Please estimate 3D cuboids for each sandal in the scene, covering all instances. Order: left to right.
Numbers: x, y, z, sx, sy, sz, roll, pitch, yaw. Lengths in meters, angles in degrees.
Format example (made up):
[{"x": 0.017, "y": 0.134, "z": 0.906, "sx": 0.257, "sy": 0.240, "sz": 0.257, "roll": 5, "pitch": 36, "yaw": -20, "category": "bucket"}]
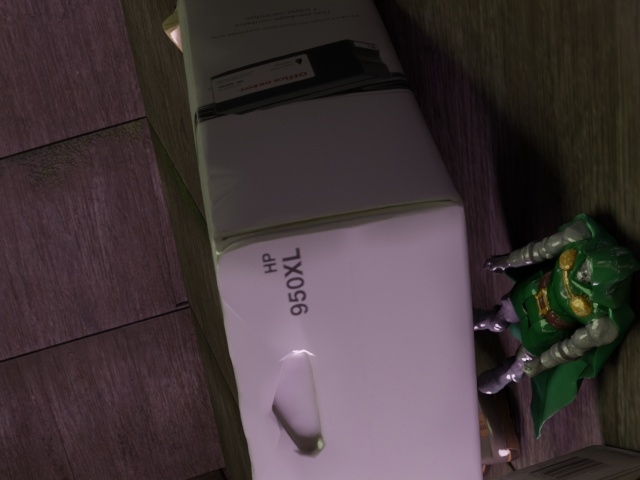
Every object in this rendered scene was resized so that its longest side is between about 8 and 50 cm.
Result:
[{"x": 0.115, "y": 0.171, "z": 1.173, "sx": 0.219, "sy": 0.060, "sz": 0.090, "roll": 133, "pitch": 119, "yaw": -76, "category": "sandal"}]

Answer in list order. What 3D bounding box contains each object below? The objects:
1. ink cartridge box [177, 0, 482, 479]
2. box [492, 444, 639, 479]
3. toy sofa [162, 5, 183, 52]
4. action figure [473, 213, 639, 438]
[{"x": 0.000, "y": 0.000, "z": 1.055, "sx": 0.395, "sy": 0.166, "sz": 0.285, "roll": -104, "pitch": 5, "yaw": -57, "category": "ink cartridge box"}, {"x": 0.196, "y": 0.277, "z": 0.872, "sx": 0.113, "sy": 0.094, "sz": 0.275, "roll": 170, "pitch": 83, "yaw": -78, "category": "box"}, {"x": -0.089, "y": -0.317, "z": 1.307, "sx": 0.150, "sy": 0.177, "sz": 0.362, "roll": 48, "pitch": -166, "yaw": -55, "category": "toy sofa"}, {"x": 0.147, "y": 0.043, "z": 0.871, "sx": 0.232, "sy": 0.063, "sz": 0.137, "roll": 120, "pitch": 135, "yaw": -69, "category": "action figure"}]
